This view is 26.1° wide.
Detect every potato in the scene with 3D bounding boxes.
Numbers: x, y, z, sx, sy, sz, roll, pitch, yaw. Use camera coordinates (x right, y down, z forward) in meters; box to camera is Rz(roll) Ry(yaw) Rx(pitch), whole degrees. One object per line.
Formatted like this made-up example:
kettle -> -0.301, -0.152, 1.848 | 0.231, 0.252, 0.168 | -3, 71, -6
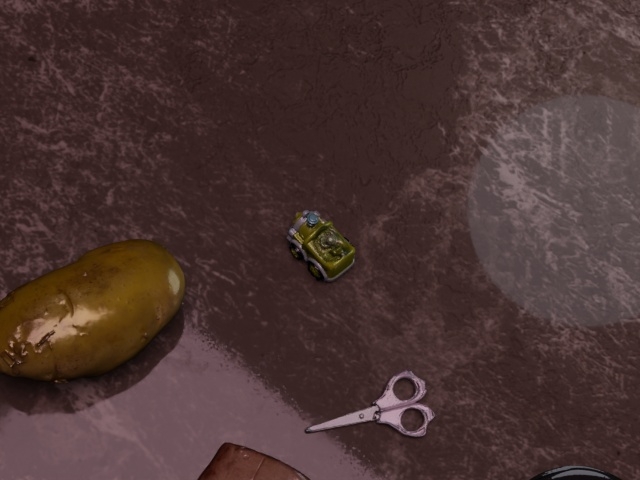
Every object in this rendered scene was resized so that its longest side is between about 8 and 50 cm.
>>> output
potato -> -0.331, 0.106, 1.933 | 0.300, 0.140, 0.173 | -27, 66, -21

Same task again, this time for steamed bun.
steamed bun -> -0.093, 0.365, 1.877 | 0.175, 0.106, 0.145 | 25, 72, 19

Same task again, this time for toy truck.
toy truck -> 0.000, 0.000, 2.044 | 0.076, 0.077, 0.111 | -39, 77, -19

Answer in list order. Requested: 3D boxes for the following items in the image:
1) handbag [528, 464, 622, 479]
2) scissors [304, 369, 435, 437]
handbag -> 0.379, 0.456, 1.894 | 0.254, 0.093, 0.308 | -34, 75, -19
scissors -> 0.068, 0.250, 1.985 | 0.189, 0.015, 0.100 | -12, 72, -10
